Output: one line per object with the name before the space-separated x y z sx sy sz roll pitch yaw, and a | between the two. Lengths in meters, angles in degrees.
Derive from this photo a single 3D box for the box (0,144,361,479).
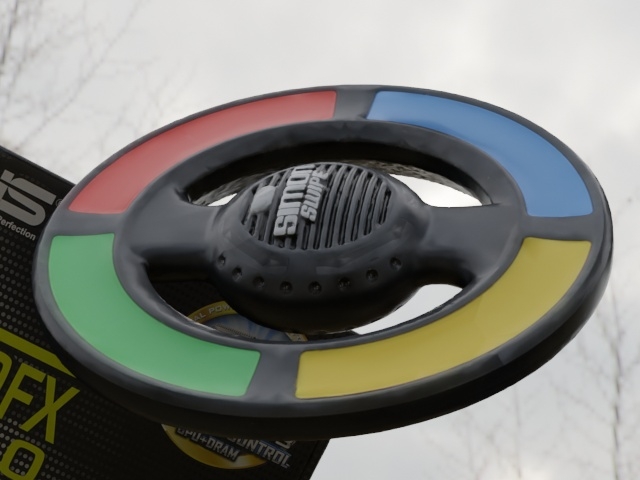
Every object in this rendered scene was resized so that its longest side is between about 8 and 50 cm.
box | -0.141 0.082 0.788 0.270 0.216 0.060 29 -5 -14

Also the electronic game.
electronic game | 0.000 0.000 0.660 0.229 0.229 0.048 -5 -55 4
